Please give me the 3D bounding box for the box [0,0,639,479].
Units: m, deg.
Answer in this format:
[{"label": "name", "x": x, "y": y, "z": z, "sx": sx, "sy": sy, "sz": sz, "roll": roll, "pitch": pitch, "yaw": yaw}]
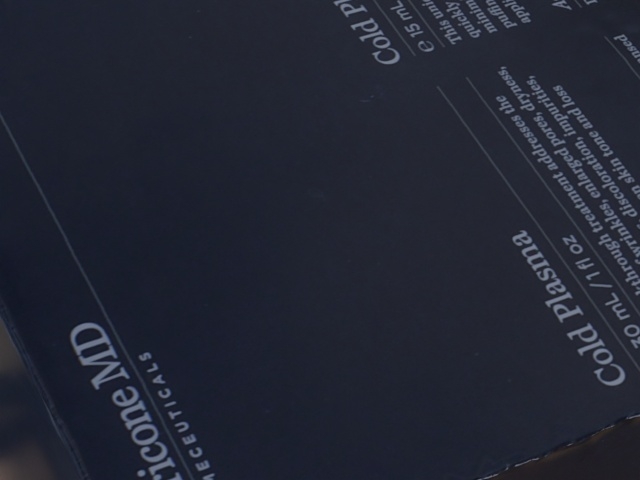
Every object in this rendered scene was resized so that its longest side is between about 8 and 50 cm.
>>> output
[{"label": "box", "x": 0.000, "y": 0.000, "z": 0.726, "sx": 0.343, "sy": 0.313, "sz": 0.179, "roll": 58, "pitch": 154, "yaw": 33}]
